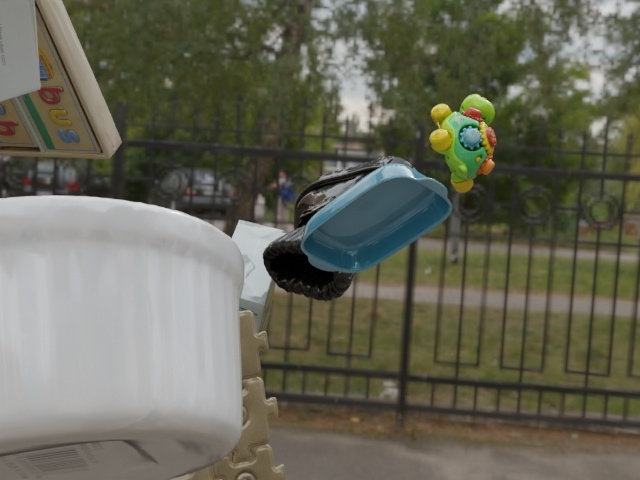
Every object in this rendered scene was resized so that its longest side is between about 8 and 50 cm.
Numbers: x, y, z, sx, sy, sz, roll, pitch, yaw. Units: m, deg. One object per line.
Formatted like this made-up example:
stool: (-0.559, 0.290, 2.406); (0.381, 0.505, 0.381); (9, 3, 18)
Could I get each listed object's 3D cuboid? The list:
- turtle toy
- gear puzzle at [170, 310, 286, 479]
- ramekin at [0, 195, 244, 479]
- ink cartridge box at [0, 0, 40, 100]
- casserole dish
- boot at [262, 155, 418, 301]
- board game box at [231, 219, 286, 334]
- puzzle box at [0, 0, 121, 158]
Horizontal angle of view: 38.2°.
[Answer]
turtle toy: (0.180, -0.128, 1.128); (0.066, 0.130, 0.095); (-15, -48, 24)
gear puzzle: (-0.129, 0.253, 1.061); (0.176, 0.338, 0.044); (-6, -3, -30)
ramekin: (-0.181, 0.089, 0.617); (0.277, 0.135, 0.277); (-8, -23, -3)
ink cartridge box: (-0.300, -0.126, 0.562); (0.208, 0.086, 0.153); (-28, 45, -37)
casserole dish: (0.060, -0.027, 1.048); (0.188, 0.037, 0.114); (-35, -43, 31)
boot: (-0.002, -0.003, 1.552); (0.260, 0.131, 0.348); (-48, 11, -30)
board game box: (-0.147, 0.152, 1.626); (0.098, 0.303, 0.224); (14, 33, 1)
puzzle box: (-0.517, -0.308, 1.519); (0.272, 0.408, 0.052); (3, 44, 20)
